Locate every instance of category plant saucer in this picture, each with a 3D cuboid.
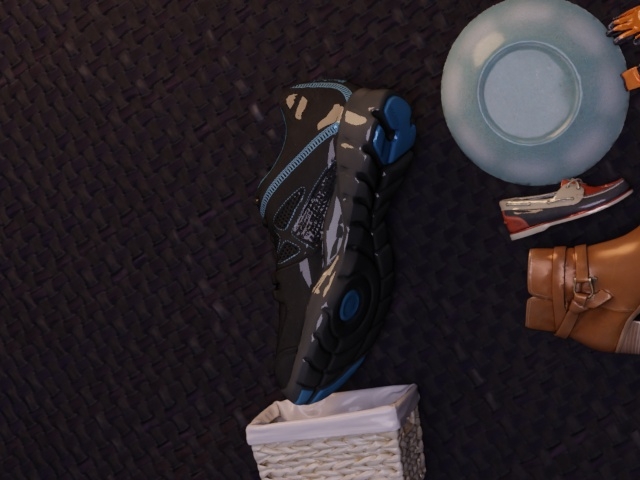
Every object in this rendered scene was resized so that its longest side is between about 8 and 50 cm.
[{"bbox_3d":[0.213,-0.150,1.945,0.195,0.037,0.195,2,97,16],"label":"plant saucer"}]

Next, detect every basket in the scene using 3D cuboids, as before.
[{"bbox_3d":[0.022,0.219,2.011,0.167,0.113,0.103,-10,97,17],"label":"basket"}]

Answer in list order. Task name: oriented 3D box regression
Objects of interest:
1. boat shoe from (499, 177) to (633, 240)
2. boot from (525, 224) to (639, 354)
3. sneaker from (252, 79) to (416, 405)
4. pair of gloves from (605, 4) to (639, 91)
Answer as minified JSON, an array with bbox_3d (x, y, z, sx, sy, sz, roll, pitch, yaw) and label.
[{"bbox_3d":[0.248,-0.040,1.947,0.137,0.049,0.043,-19,90,22],"label":"boat shoe"},{"bbox_3d":[0.284,0.020,1.922,0.152,0.073,0.197,11,108,15],"label":"boot"},{"bbox_3d":[0.000,0.000,2.000,0.140,0.125,0.341,17,98,31],"label":"sneaker"},{"bbox_3d":[0.328,-0.194,1.914,0.074,0.010,0.083,-19,94,7],"label":"pair of gloves"}]
